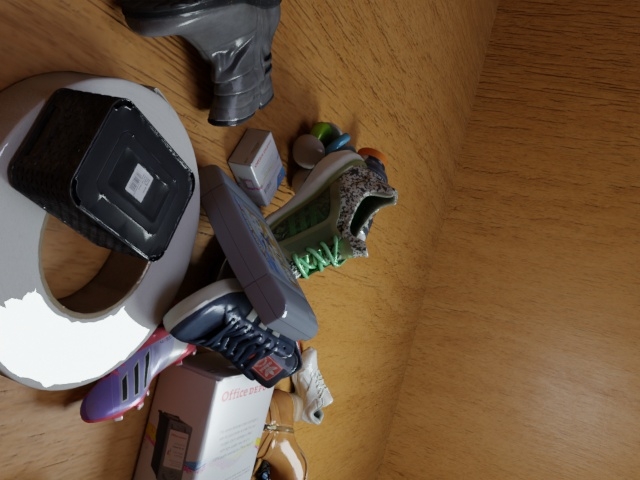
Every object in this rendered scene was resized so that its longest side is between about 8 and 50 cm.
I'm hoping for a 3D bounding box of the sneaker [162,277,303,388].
[{"bbox_3d":[-0.116,0.165,0.982,0.131,0.148,0.350,-35,159,12],"label":"sneaker"}]

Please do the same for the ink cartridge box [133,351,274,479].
[{"bbox_3d":[-0.211,0.369,1.100,0.226,0.131,0.307,15,88,-66],"label":"ink cartridge box"}]

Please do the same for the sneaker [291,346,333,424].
[{"bbox_3d":[-0.016,0.395,1.629,0.090,0.115,0.232,-39,138,-57],"label":"sneaker"}]

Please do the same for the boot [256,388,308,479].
[{"bbox_3d":[-0.114,0.499,1.425,0.220,0.108,0.284,26,69,-63],"label":"boot"}]

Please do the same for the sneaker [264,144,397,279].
[{"bbox_3d":[0.000,0.000,1.170,0.410,0.182,0.158,-52,148,-11],"label":"sneaker"}]

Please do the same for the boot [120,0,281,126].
[{"bbox_3d":[-0.150,-0.269,0.897,0.338,0.118,0.223,-38,143,-51],"label":"boot"}]

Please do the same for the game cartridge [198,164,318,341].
[{"bbox_3d":[-0.107,0.018,0.988,0.062,0.297,0.198,-30,156,1],"label":"game cartridge"}]

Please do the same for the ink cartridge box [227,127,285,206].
[{"bbox_3d":[-0.118,-0.137,1.132,0.122,0.052,0.089,74,36,-54],"label":"ink cartridge box"}]

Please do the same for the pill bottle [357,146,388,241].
[{"bbox_3d":[0.097,-0.124,1.573,0.130,0.130,0.246,66,42,-58],"label":"pill bottle"}]

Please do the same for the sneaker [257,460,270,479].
[{"bbox_3d":[-0.125,0.595,1.554,0.073,0.063,0.162,14,89,-65],"label":"sneaker"}]

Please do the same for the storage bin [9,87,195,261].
[{"bbox_3d":[-0.228,-0.067,0.661,0.180,0.084,0.122,59,48,-62],"label":"storage bin"}]

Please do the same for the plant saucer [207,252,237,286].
[{"bbox_3d":[-0.167,0.085,1.168,0.198,0.036,0.199,14,90,-70],"label":"plant saucer"}]

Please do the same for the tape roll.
[{"bbox_3d":[-0.290,-0.013,0.751,0.392,0.071,0.392,13,90,-68],"label":"tape roll"}]

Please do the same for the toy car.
[{"bbox_3d":[0.021,-0.171,1.343,0.159,0.136,0.182,-43,141,-54],"label":"toy car"}]

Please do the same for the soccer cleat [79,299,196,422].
[{"bbox_3d":[-0.276,0.180,0.912,0.248,0.083,0.095,-39,123,-58],"label":"soccer cleat"}]
